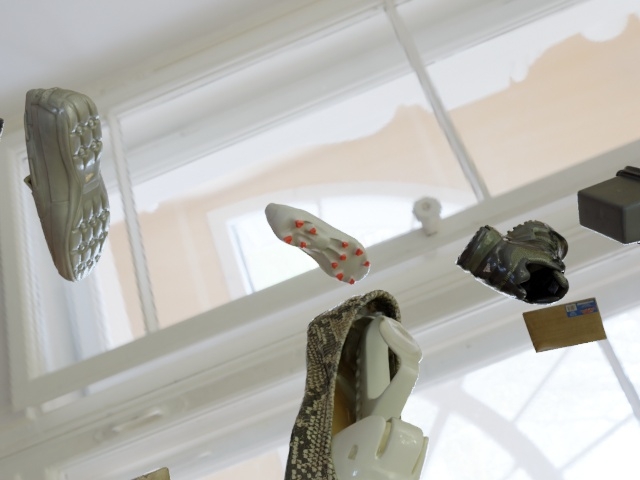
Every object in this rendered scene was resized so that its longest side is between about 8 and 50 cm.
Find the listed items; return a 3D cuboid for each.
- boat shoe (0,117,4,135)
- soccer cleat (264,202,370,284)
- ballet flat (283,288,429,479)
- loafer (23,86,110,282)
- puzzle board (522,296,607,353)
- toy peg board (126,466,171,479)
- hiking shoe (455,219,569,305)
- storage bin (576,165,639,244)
[{"bbox_3d":[-0.516,-0.179,1.073,0.152,0.056,0.049,27,80,-54],"label":"boat shoe"},{"bbox_3d":[0.000,0.000,1.095,0.196,0.068,0.076,33,10,-41],"label":"soccer cleat"},{"bbox_3d":[0.055,0.223,0.959,0.164,0.182,0.483,36,29,-19],"label":"ballet flat"},{"bbox_3d":[-0.403,-0.085,1.206,0.112,0.111,0.319,-41,142,-57],"label":"loafer"},{"bbox_3d":[0.435,0.150,1.366,0.011,0.128,0.096,-75,144,-57],"label":"puzzle board"},{"bbox_3d":[-0.254,0.430,1.102,0.161,0.079,0.161,-9,86,-48],"label":"toy peg board"},{"bbox_3d":[0.264,0.039,0.966,0.227,0.086,0.114,-5,45,-48],"label":"hiking shoe"},{"bbox_3d":[0.422,-0.038,1.056,0.135,0.091,0.098,-134,-150,-67],"label":"storage bin"}]
